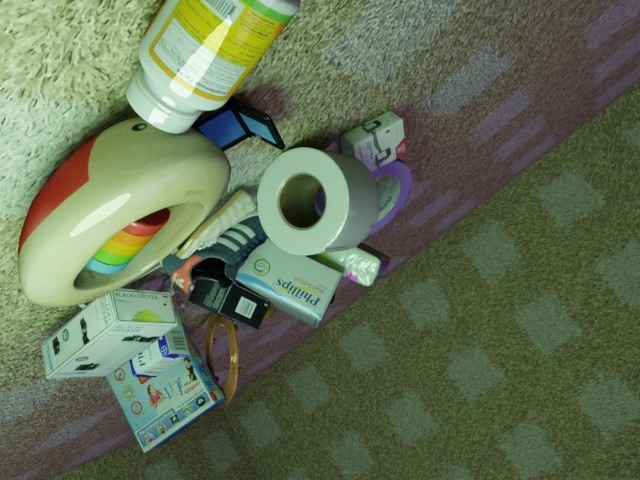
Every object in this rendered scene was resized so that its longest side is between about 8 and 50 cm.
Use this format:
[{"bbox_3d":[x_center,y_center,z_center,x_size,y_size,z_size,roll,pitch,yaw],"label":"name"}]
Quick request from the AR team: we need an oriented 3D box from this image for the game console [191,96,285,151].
[{"bbox_3d":[-0.147,-0.193,1.055,0.085,0.124,0.144,-60,166,-7],"label":"game console"}]

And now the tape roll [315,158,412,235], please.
[{"bbox_3d":[0.123,-0.132,1.598,0.275,0.090,0.275,-24,143,-19],"label":"tape roll"}]

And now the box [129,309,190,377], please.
[{"bbox_3d":[-0.405,0.252,1.398,0.137,0.126,0.072,-34,153,23],"label":"box"}]

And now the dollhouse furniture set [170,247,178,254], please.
[{"bbox_3d":[-0.352,0.006,1.254,0.081,0.091,0.114,-17,165,-4],"label":"dollhouse furniture set"}]

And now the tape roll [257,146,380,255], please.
[{"bbox_3d":[-0.003,-0.091,1.339,0.246,0.246,0.169,-42,163,25],"label":"tape roll"}]

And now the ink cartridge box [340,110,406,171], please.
[{"bbox_3d":[0.134,-0.240,1.429,0.150,0.063,0.109,-30,136,-14],"label":"ink cartridge box"}]

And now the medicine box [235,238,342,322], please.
[{"bbox_3d":[-0.091,0.125,1.654,0.289,0.263,0.149,100,15,-76],"label":"medicine box"}]

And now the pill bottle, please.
[{"bbox_3d":[-0.151,-0.260,0.745,0.245,0.136,0.136,-43,162,29],"label":"pill bottle"}]

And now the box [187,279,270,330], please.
[{"bbox_3d":[-0.254,0.170,1.590,0.156,0.158,0.093,35,75,-42],"label":"box"}]

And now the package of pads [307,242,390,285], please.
[{"bbox_3d":[0.052,0.036,1.708,0.101,0.296,0.229,-67,166,5],"label":"package of pads"}]

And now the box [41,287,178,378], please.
[{"bbox_3d":[-0.488,0.218,1.310,0.290,0.087,0.169,-35,152,26],"label":"box"}]

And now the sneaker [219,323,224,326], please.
[{"bbox_3d":[-0.301,0.264,2.118,0.175,0.064,0.067,-28,153,-29],"label":"sneaker"}]

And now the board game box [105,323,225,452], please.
[{"bbox_3d":[-0.519,0.485,1.892,0.308,0.302,0.086,-36,164,10],"label":"board game box"}]

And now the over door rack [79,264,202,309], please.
[{"bbox_3d":[-0.459,0.162,1.428,0.324,0.108,0.239,-21,159,-37],"label":"over door rack"}]

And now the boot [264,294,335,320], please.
[{"bbox_3d":[-0.103,0.177,1.923,0.280,0.264,0.096,-40,147,17],"label":"boot"}]

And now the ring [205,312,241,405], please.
[{"bbox_3d":[-0.331,0.390,1.946,0.032,0.336,0.336,2,146,-29],"label":"ring"}]

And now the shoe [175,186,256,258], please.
[{"bbox_3d":[-0.233,-0.030,1.285,0.219,0.058,0.076,-46,-169,-18],"label":"shoe"}]

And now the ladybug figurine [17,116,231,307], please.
[{"bbox_3d":[-0.338,-0.045,0.930,0.449,0.162,0.305,-38,169,28],"label":"ladybug figurine"}]

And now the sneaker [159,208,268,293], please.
[{"bbox_3d":[-0.214,0.033,1.412,0.350,0.148,0.131,-22,155,-28],"label":"sneaker"}]
